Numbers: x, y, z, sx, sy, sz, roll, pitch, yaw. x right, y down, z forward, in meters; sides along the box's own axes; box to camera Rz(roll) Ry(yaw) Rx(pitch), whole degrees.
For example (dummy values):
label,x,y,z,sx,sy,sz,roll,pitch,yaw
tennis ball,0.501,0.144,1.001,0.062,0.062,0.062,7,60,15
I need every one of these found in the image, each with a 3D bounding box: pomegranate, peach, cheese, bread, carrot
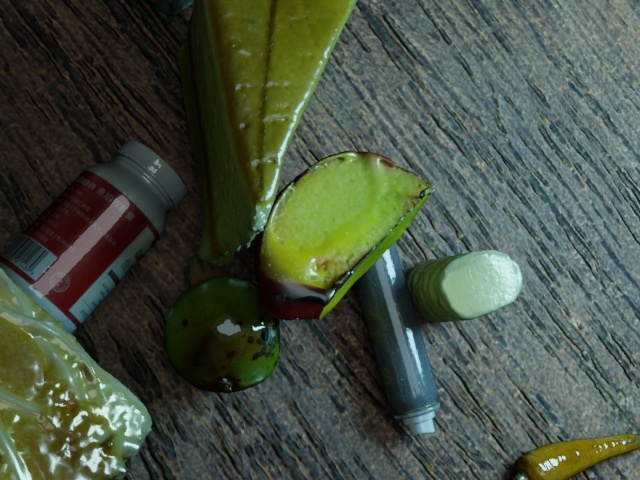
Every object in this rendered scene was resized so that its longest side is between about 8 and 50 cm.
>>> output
label,x,y,z,sx,sy,sz,roll,pitch,yaw
pomegranate,-0.129,0.105,1.105,0.159,0.159,0.205,-7,53,-18
peach,0.001,0.001,1.099,0.159,0.154,0.267,37,68,13
cheese,0.195,0.066,1.193,0.123,0.167,0.093,-10,87,-16
bread,-0.050,-0.149,1.099,0.245,0.233,0.361,-4,73,-19
bread,-0.442,0.218,0.861,0.390,0.279,0.371,42,45,-6
carrot,0.396,0.319,1.270,0.257,0.061,0.061,-12,84,-22

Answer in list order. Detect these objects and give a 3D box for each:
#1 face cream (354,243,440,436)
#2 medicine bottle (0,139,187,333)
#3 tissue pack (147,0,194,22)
label,x,y,z,sx,sy,sz,roll,pitch,yaw
face cream,0.107,0.137,1.203,0.073,0.073,0.283,-14,85,-19
medicine bottle,-0.290,-0.004,1.076,0.131,0.131,0.250,43,71,-6
tissue pack,-0.237,-0.497,1.185,0.311,0.128,0.228,47,71,-6
